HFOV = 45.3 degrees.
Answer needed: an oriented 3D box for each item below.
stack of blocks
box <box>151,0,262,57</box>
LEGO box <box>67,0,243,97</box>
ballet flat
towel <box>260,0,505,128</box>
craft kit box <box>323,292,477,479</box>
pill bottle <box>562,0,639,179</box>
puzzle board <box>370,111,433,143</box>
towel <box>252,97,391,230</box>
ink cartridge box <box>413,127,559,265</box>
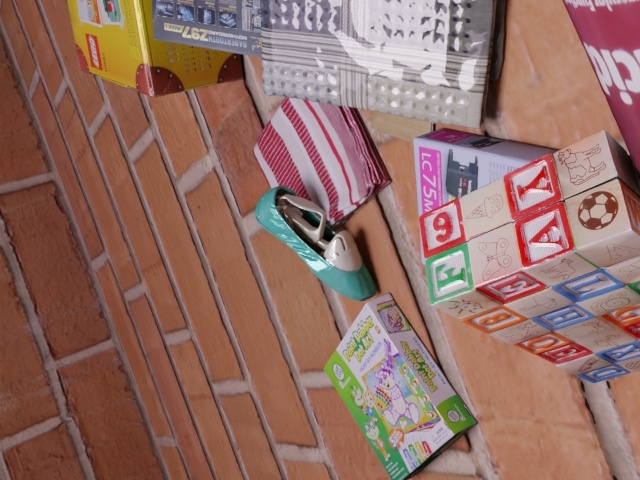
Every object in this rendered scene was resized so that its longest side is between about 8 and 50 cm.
[{"bbox_3d":[0.247,0.034,0.683,0.171,0.297,0.087,-26,53,35],"label":"stack of blocks"},{"bbox_3d":[-0.152,-0.393,1.205,0.233,0.059,0.183,12,125,12],"label":"box"},{"bbox_3d":[-0.338,-0.546,1.409,0.372,0.193,0.500,28,129,49],"label":"LEGO box"},{"bbox_3d":[0.000,0.000,1.238,0.247,0.083,0.087,39,135,7],"label":"ballet flat"},{"bbox_3d":[0.069,-0.303,0.928,0.324,0.056,0.312,15,121,25],"label":"towel"},{"bbox_3d":[0.120,0.253,1.275,0.246,0.061,0.250,59,148,24],"label":"craft kit box"},{"bbox_3d":[0.289,-0.145,0.491,0.224,0.224,0.392,6,135,58],"label":"pill bottle"},{"bbox_3d":[0.113,-0.188,1.065,0.128,0.011,0.096,30,131,47],"label":"puzzle board"},{"bbox_3d":[-0.018,-0.131,1.289,0.237,0.037,0.329,65,150,10],"label":"towel"},{"bbox_3d":[0.236,-0.020,0.917,0.311,0.065,0.185,22,126,50],"label":"ink cartridge box"}]
